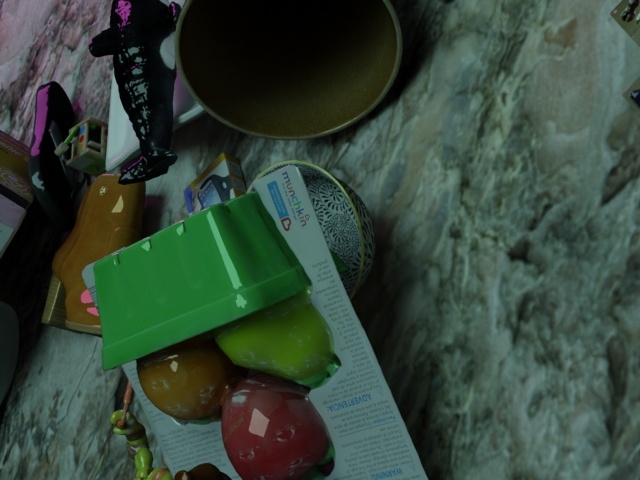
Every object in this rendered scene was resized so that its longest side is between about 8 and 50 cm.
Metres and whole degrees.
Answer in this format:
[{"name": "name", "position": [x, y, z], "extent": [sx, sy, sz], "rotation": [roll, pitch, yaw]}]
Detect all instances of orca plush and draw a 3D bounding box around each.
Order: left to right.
[{"name": "orca plush", "position": [-0.242, -0.206, 1.453], "extent": [0.151, 0.102, 0.287], "rotation": [-28, 57, 56]}]

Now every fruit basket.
[{"name": "fruit basket", "position": [-0.062, 0.136, 1.173], "extent": [0.327, 0.165, 0.353], "rotation": [-24, 95, 40]}]

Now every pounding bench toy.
[{"name": "pounding bench toy", "position": [-0.331, -0.139, 1.665], "extent": [0.052, 0.083, 0.065], "rotation": [-26, 56, 38]}]

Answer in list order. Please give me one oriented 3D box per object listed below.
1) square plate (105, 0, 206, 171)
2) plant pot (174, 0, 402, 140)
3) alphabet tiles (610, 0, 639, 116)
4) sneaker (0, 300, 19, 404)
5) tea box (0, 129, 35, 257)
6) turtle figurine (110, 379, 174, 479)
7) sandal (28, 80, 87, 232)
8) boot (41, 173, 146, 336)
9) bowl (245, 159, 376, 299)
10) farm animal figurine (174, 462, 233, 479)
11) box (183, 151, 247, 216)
[{"name": "square plate", "position": [-0.188, -0.287, 1.543], "extent": [0.344, 0.049, 0.347], "rotation": [-20, 63, 59]}, {"name": "plant pot", "position": [-0.037, -0.280, 1.329], "extent": [0.237, 0.237, 0.254], "rotation": [-39, 33, 29]}, {"name": "alphabet tiles", "position": [0.346, -0.171, 1.005], "extent": [0.198, 0.009, 0.237], "rotation": [-48, 44, 22]}, {"name": "sneaker", "position": [-0.533, 0.222, 1.701], "extent": [0.169, 0.108, 0.292], "rotation": [4, 77, 45]}, {"name": "tea box", "position": [-0.570, 0.005, 1.669], "extent": [0.329, 0.220, 0.323], "rotation": [-54, 16, 15]}, {"name": "turtle figurine", "position": [-0.214, 0.291, 1.340], "extent": [0.217, 0.087, 0.269], "rotation": [-38, 56, 40]}, {"name": "sandal", "position": [-0.372, -0.130, 1.707], "extent": [0.054, 0.097, 0.254], "rotation": [-16, 58, 11]}, {"name": "boot", "position": [-0.255, 0.020, 1.495], "extent": [0.295, 0.104, 0.211], "rotation": [5, 77, 53]}, {"name": "bowl", "position": [0.000, 0.000, 1.229], "extent": [0.170, 0.080, 0.170], "rotation": [5, 98, 39]}, {"name": "farm animal figurine", "position": [-0.096, 0.379, 1.111], "extent": [0.327, 0.172, 0.330], "rotation": [-16, 74, 33]}, {"name": "box", "position": [-0.121, -0.031, 1.432], "extent": [0.081, 0.028, 0.136], "rotation": [-41, 45, 27]}]
